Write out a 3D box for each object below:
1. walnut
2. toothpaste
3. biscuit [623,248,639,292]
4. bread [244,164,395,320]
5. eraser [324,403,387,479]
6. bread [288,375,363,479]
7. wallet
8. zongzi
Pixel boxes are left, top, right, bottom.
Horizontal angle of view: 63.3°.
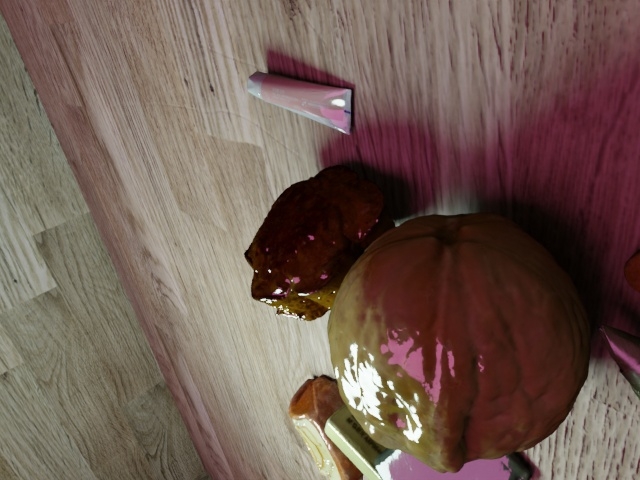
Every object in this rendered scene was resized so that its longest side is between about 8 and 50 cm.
[{"bbox_3d":[0.150,0.120,0.600,0.252,0.277,0.312,-111,6,-56],"label":"walnut"},{"bbox_3d":[-0.031,-0.216,0.780,0.195,0.043,0.067,27,134,32],"label":"toothpaste"},{"bbox_3d":[0.384,0.049,0.425,0.236,0.039,0.179,33,139,33],"label":"biscuit"},{"bbox_3d":[-0.011,0.007,0.765,0.135,0.232,0.247,47,169,-35],"label":"bread"},{"bbox_3d":[0.107,0.395,1.031,0.172,0.117,0.058,40,140,28],"label":"eraser"},{"bbox_3d":[0.033,0.440,1.167,0.244,0.123,0.190,59,151,-3],"label":"bread"},{"bbox_3d":[0.214,0.384,0.873,0.168,0.052,0.245,50,122,18],"label":"wallet"},{"bbox_3d":[0.352,0.126,0.476,0.130,0.062,0.154,49,158,-16],"label":"zongzi"}]
